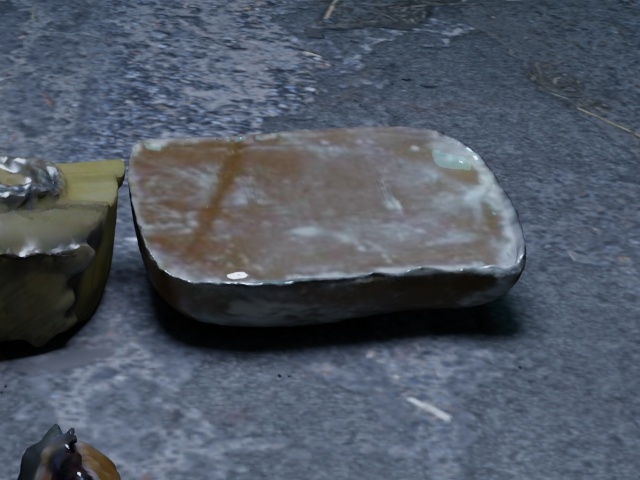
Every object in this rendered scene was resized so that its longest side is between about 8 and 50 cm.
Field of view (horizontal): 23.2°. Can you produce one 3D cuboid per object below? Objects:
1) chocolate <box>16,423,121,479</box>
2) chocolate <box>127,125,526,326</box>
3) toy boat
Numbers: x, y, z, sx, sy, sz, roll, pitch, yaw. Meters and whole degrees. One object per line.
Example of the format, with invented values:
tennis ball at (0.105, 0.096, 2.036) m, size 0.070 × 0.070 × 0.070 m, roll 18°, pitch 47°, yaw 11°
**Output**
chocolate at (-0.070, 0.195, 0.619) m, size 0.065 × 0.102 × 0.329 m, roll 23°, pitch 13°, yaw -32°
chocolate at (0.000, 0.002, 1.042) m, size 0.254 × 0.080 × 0.157 m, roll -4°, pitch 42°, yaw -16°
toy boat at (-0.310, 0.012, 0.920) m, size 0.445 × 0.136 × 0.162 m, roll -6°, pitch 32°, yaw -33°
